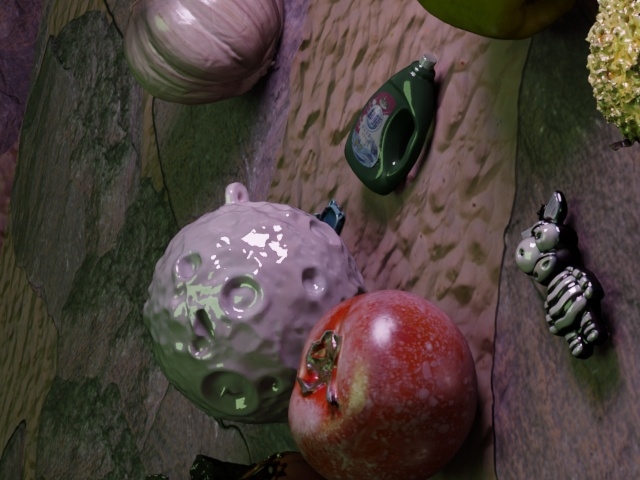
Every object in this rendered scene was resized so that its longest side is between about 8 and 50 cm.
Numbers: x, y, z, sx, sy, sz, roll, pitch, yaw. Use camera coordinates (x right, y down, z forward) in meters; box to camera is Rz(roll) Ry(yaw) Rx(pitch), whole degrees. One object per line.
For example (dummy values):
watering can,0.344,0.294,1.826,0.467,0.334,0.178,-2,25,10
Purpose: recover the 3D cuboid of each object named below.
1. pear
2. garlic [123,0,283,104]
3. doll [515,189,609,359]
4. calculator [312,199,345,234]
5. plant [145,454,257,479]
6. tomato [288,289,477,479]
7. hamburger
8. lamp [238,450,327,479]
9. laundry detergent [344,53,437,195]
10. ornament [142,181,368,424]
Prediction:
pear,0.208,-0.395,1.731,0.307,0.252,0.253,58,132,34
garlic,-0.194,-0.378,2.422,0.317,0.259,0.317,-43,14,14
doll,0.290,0.042,1.663,0.091,0.067,0.219,-55,37,41
calculator,0.000,0.000,2.220,0.141,0.019,0.094,-62,36,27
plant,-0.184,0.425,2.245,0.142,0.203,0.131,31,116,53
tomato,0.087,0.203,1.811,0.270,0.227,0.270,-48,26,33
hamburger,0.387,-0.199,1.488,0.243,0.138,0.262,-65,33,25
lamp,-0.055,0.404,2.083,0.182,0.140,0.182,-31,17,11
laundry detergent,0.117,-0.177,2.026,0.211,0.063,0.137,-58,41,30
ornament,-0.097,0.114,2.031,0.337,0.337,0.337,-23,63,56
